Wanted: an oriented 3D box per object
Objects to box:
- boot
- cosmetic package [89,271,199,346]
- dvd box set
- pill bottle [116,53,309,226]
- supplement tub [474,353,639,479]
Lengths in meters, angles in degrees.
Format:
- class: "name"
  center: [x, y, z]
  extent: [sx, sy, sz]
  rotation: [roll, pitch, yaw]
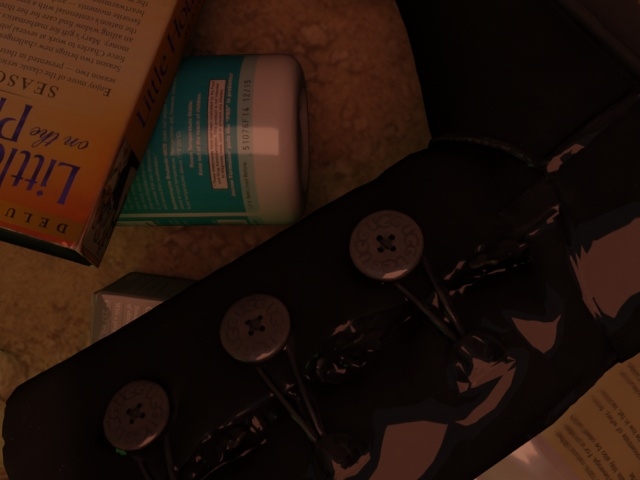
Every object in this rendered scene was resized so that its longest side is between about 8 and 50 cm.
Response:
- class: "boot"
  center: [0.001, 0.001, 0.469]
  extent: [0.445, 0.367, 0.146]
  rotation: [-38, 139, 5]
- class: "cosmetic package"
  center: [-0.084, 0.110, 0.678]
  extent: [0.237, 0.107, 0.127]
  rotation: [6, 98, 4]
- class: "dvd box set"
  center: [-0.241, -0.217, 0.560]
  extent: [0.307, 0.062, 0.421]
  rotation: [15, 74, 5]
- class: "pill bottle"
  center: [-0.145, -0.085, 0.628]
  extent: [0.264, 0.146, 0.146]
  rotation: [0, 99, 4]
- class: "supplement tub"
  center: [0.181, 0.080, 0.559]
  extent: [0.325, 0.235, 0.235]
  rotation: [-42, 94, -5]
